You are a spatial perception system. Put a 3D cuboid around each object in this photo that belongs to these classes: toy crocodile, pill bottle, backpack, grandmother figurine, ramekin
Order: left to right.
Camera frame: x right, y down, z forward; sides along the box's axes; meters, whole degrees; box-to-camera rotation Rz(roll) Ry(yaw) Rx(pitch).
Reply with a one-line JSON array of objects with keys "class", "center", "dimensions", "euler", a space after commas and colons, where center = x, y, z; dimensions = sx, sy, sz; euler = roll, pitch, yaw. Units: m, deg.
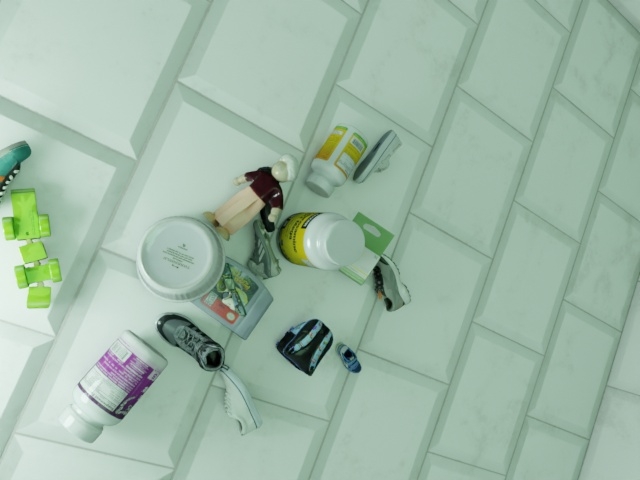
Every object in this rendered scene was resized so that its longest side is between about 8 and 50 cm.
[{"class": "toy crocodile", "center": [-0.801, 0.025, 1.500], "dimensions": [0.115, 0.105, 0.341], "euler": [-13, 93, -26]}, {"class": "pill bottle", "center": [-0.605, 0.426, 1.573], "dimensions": [0.169, 0.169, 0.302], "euler": [45, 73, -22]}, {"class": "ramekin", "center": [-0.423, 0.048, 1.622], "dimensions": [0.272, 0.127, 0.273], "euler": [2, 79, -8]}, {"class": "grandmother figurine", "center": [-0.201, -0.145, 1.731], "dimensions": [0.342, 0.104, 0.208], "euler": [-42, 82, -2]}, {"class": "backpack", "center": [-0.050, 0.357, 1.886], "dimensions": [0.158, 0.116, 0.173], "euler": [45, 73, -21]}, {"class": "pill bottle", "center": [0.000, 0.000, 1.773], "dimensions": [0.187, 0.333, 0.188], "euler": [-1, 93, -27]}, {"class": "pill bottle", "center": [0.052, -0.277, 1.898], "dimensions": [0.136, 0.136, 0.246], "euler": [38, 76, -24]}]

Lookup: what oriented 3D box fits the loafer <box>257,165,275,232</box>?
[{"class": "loafer", "center": [-0.168, -0.140, 1.823], "dimensions": [0.078, 0.076, 0.224], "euler": [-6, 92, -17]}]

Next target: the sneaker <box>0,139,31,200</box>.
[{"class": "sneaker", "center": [-0.883, -0.140, 1.443], "dimensions": [0.302, 0.108, 0.121], "euler": [-43, 111, -10]}]

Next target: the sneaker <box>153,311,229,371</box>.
[{"class": "sneaker", "center": [-0.393, 0.320, 1.686], "dimensions": [0.268, 0.153, 0.101], "euler": [42, 74, -23]}]

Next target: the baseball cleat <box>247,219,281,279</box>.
[{"class": "baseball cleat", "center": [-0.206, 0.037, 1.800], "dimensions": [0.109, 0.072, 0.206], "euler": [-19, 103, 6]}]

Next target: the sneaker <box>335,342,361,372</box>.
[{"class": "sneaker", "center": [0.111, 0.444, 2.006], "dimensions": [0.053, 0.059, 0.144], "euler": [-46, 112, -21]}]

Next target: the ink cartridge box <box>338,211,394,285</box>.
[{"class": "ink cartridge box", "center": [0.145, 0.022, 1.966], "dimensions": [0.171, 0.056, 0.235], "euler": [34, 77, 7]}]

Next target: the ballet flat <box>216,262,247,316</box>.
[{"class": "ballet flat", "center": [-0.295, 0.166, 1.726], "dimensions": [0.070, 0.070, 0.189], "euler": [-21, 92, -25]}]

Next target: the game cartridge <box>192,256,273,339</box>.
[{"class": "game cartridge", "center": [-0.303, 0.172, 1.784], "dimensions": [0.294, 0.060, 0.196], "euler": [40, 71, -23]}]

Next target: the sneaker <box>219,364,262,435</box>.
[{"class": "sneaker", "center": [-0.279, 0.537, 1.788], "dimensions": [0.091, 0.094, 0.258], "euler": [-32, 107, -27]}]

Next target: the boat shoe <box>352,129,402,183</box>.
[{"class": "boat shoe", "center": [0.221, -0.298, 2.008], "dimensions": [0.084, 0.095, 0.258], "euler": [43, 75, -18]}]

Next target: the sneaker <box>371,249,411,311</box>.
[{"class": "sneaker", "center": [0.246, 0.153, 2.043], "dimensions": [0.108, 0.100, 0.272], "euler": [-34, 107, -17]}]
